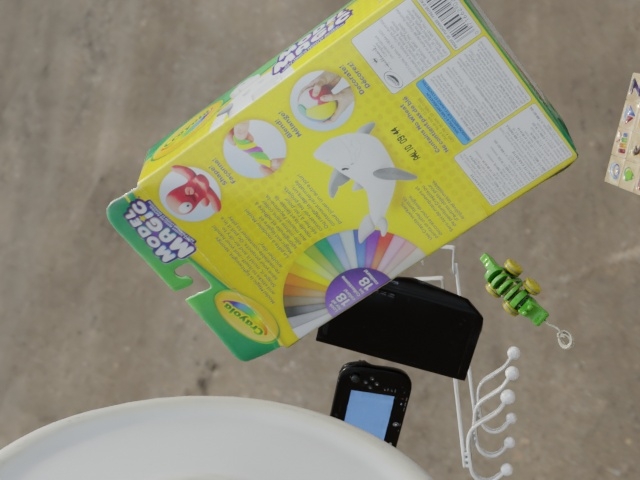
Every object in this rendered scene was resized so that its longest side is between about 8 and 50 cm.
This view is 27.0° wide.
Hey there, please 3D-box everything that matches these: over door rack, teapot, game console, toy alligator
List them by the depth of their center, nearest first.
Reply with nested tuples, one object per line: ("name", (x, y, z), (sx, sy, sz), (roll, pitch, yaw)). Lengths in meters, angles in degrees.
("teapot", (-0.047, 0.197, 0.557), (0.256, 0.252, 0.187), (-98, 9, -67))
("game console", (0.092, 0.193, 1.854), (0.044, 0.213, 0.361), (-70, -8, -50))
("toy alligator", (0.293, 0.088, 1.937), (0.189, 0.051, 0.056), (48, 113, 19))
("over door rack", (0.231, 0.169, 1.993), (0.108, 0.239, 0.324), (-17, 98, 13))

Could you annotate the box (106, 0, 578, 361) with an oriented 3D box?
("box", (0.006, -0.030, 0.569), (0.179, 0.105, 0.043), (-34, 22, 15))

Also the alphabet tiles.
("alphabet tiles", (0.460, -0.173, 1.779), (0.198, 0.009, 0.237), (-141, 63, -68))
